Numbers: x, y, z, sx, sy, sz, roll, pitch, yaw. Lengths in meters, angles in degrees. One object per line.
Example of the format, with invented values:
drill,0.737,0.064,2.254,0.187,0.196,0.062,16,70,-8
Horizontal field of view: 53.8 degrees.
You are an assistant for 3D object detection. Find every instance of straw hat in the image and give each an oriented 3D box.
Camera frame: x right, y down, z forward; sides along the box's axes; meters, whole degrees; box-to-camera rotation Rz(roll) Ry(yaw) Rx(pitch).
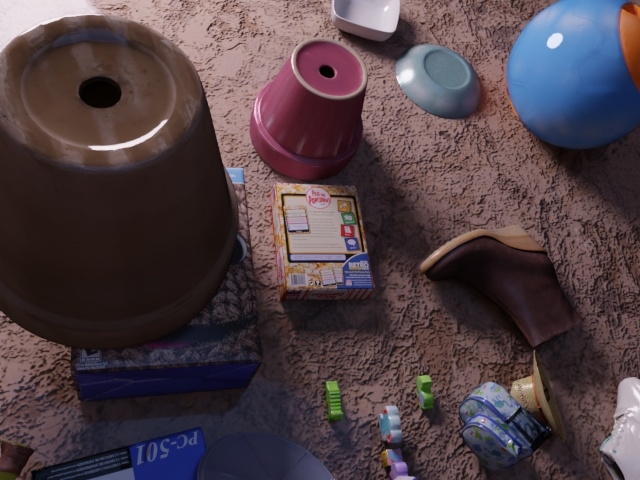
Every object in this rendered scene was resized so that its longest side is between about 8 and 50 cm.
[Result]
straw hat,0.328,0.248,0.986,0.061,0.144,0.145,-19,63,19

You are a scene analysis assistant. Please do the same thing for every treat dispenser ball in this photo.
treat dispenser ball,0.504,-0.321,1.214,0.288,0.288,0.288,7,61,-13

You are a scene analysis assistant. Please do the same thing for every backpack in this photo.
backpack,0.258,0.273,0.928,0.084,0.105,0.114,-30,70,-29

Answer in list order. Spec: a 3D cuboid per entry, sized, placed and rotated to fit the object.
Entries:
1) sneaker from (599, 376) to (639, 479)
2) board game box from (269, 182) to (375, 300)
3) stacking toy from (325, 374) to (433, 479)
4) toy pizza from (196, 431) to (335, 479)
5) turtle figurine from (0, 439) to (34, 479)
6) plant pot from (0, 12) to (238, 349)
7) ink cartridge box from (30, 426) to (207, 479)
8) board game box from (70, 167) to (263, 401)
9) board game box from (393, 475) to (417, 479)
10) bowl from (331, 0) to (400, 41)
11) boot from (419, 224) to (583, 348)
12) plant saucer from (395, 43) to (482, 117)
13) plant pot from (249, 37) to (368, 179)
sneaker,0.484,0.318,0.997,0.094,0.080,0.212,6,62,-1
board game box,0.000,0.000,1.028,0.146,0.045,0.194,1,63,-16
stacking toy,0.105,0.301,0.897,0.166,0.052,0.221,-1,63,-18
toy pizza,-0.062,0.322,0.796,0.201,0.032,0.201,22,20,-8
turtle figurine,-0.417,0.319,0.680,0.269,0.087,0.217,12,68,-1
plant pot,-0.236,-0.075,0.693,0.323,0.280,0.323,7,62,-13
ink cartridge box,-0.243,0.309,0.788,0.207,0.046,0.097,-9,67,-21
board game box,-0.216,0.055,0.876,0.232,0.141,0.291,-1,63,-17
board game box,0.091,0.512,0.740,0.318,0.066,0.318,-36,84,-24
bowl,0.088,-0.473,1.304,0.141,0.053,0.142,15,60,-10
boot,0.306,0.083,1.052,0.248,0.090,0.207,-14,66,-27
plant saucer,0.251,-0.339,1.292,0.194,0.037,0.195,7,62,-13
plant pot,-0.008,-0.232,1.071,0.201,0.180,0.201,8,61,-14
